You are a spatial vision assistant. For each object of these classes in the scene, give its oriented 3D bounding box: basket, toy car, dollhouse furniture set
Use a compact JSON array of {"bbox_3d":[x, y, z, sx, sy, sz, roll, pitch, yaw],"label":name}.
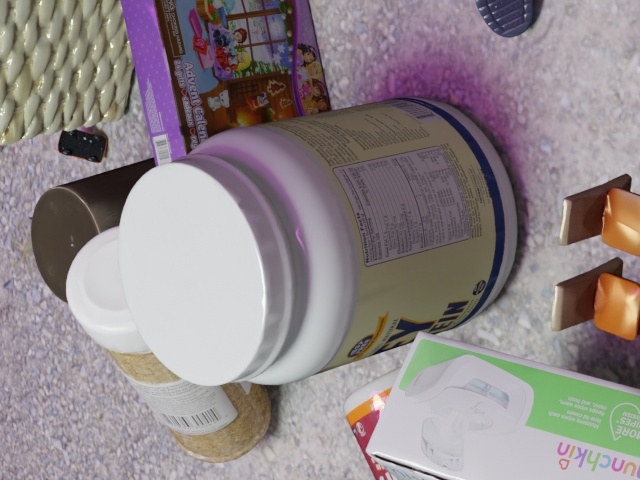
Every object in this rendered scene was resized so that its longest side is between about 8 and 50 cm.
[{"bbox_3d":[-0.378,-0.304,1.895,0.266,0.328,0.331,34,123,30],"label":"basket"},{"bbox_3d":[-0.286,-0.077,2.055,0.040,0.060,0.122,-170,76,-78],"label":"toy car"},{"bbox_3d":[0.294,0.003,1.258,0.262,0.135,0.259,22,119,40],"label":"dollhouse furniture set"},{"bbox_3d":[-0.182,-0.014,1.835,0.204,0.227,0.154,21,115,41],"label":"basket"}]

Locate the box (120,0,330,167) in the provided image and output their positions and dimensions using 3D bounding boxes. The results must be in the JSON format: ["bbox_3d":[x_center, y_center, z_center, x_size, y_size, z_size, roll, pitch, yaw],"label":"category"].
[{"bbox_3d":[-0.100,-0.223,1.712,0.057,0.201,0.293,-9,95,48],"label":"box"}]

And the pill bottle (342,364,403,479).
[{"bbox_3d":[0.119,0.232,1.665,0.121,0.121,0.221,-39,72,44],"label":"pill bottle"}]

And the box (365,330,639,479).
[{"bbox_3d":[0.209,0.203,1.445,0.262,0.231,0.127,14,70,36],"label":"box"}]

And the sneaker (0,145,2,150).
[{"bbox_3d":[-0.450,-0.164,2.212,0.057,0.047,0.119,-4,97,58],"label":"sneaker"}]

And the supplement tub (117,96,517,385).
[{"bbox_3d":[0.000,0.000,1.577,0.235,0.325,0.235,15,112,43],"label":"supplement tub"}]

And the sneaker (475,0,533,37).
[{"bbox_3d":[0.156,-0.255,1.551,0.053,0.059,0.144,-21,102,16],"label":"sneaker"}]

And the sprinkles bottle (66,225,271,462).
[{"bbox_3d":[-0.150,0.116,1.774,0.121,0.121,0.355,44,169,30],"label":"sprinkles bottle"}]
